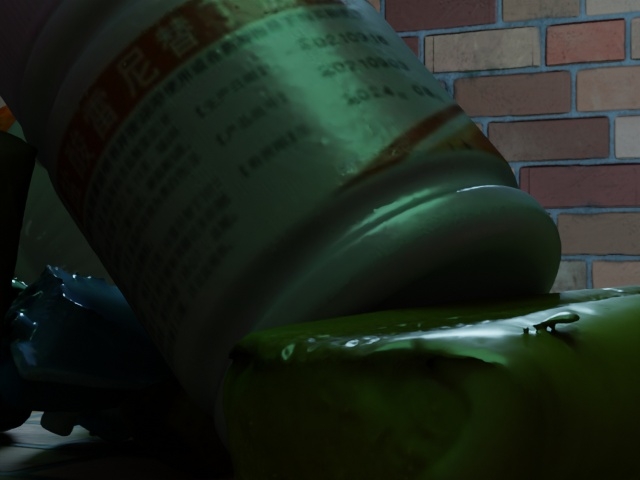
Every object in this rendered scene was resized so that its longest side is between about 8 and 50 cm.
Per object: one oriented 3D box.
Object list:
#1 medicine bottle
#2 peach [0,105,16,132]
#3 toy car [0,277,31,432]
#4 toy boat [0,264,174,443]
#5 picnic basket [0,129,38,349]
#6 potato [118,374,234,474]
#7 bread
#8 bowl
[{"bbox_3d":[-0.040,-0.052,0.808,0.202,0.316,0.202,-29,-29,-17],"label":"medicine bottle"},{"bbox_3d":[-0.297,-0.012,1.846,0.373,0.372,0.290,0,18,5],"label":"peach"},{"bbox_3d":[-0.247,0.074,1.021,0.125,0.136,0.306,12,-4,-16],"label":"toy car"},{"bbox_3d":[-0.147,0.081,0.939,0.109,0.098,0.238,30,1,9],"label":"toy boat"},{"bbox_3d":[-0.336,0.010,0.724,0.291,0.254,0.321,0,-11,35],"label":"picnic basket"},{"bbox_3d":[-0.067,0.106,0.864,0.103,0.066,0.096,-14,-15,-48],"label":"potato"},{"bbox_3d":[0.124,0.080,0.685,0.166,0.112,0.384,-3,-1,41],"label":"bread"},{"bbox_3d":[-0.257,0.023,1.517,0.157,0.337,0.337,-35,18,-28],"label":"bowl"}]
